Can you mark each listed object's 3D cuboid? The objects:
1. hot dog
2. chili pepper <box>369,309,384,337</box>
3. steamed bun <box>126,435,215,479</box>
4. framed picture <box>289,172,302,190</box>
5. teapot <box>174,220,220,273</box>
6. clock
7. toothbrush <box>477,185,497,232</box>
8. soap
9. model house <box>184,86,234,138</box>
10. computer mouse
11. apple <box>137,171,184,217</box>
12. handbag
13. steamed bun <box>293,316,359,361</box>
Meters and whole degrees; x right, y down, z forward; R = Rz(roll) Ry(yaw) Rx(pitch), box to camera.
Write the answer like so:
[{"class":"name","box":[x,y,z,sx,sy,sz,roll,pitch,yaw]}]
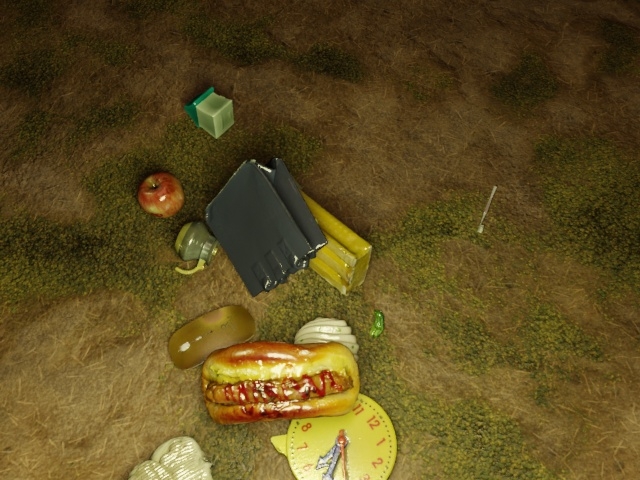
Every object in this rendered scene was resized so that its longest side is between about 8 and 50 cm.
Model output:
[{"class":"hot dog","box":[-0.114,0.344,1.460,0.405,0.223,0.185,-7,74,10]},{"class":"chili pepper","box":[0.162,0.237,1.699,0.034,0.030,0.091,-4,52,27]},{"class":"steamed bun","box":[-0.341,0.592,1.407,0.211,0.144,0.218,-30,32,-27]},{"class":"framed picture","box":[-0.171,-0.172,1.963,0.183,0.011,0.142,-30,63,-18]},{"class":"teapot","box":[-0.370,0.026,1.783,0.119,0.130,0.165,25,92,-3]},{"class":"clock","box":[0.049,0.511,1.499,0.293,0.071,0.277,-35,64,-21]},{"class":"toothbrush","box":[0.535,-0.100,1.923,0.017,0.014,0.194,19,59,12]},{"class":"soap","box":[0.000,0.000,1.751,0.315,0.199,0.091,39,58,23]},{"class":"model house","box":[-0.385,-0.449,2.067,0.149,0.127,0.100,32,62,14]},{"class":"computer mouse","box":[-0.300,0.266,1.661,0.245,0.056,0.126,-24,61,-13]},{"class":"apple","box":[-0.494,-0.141,1.871,0.146,0.131,0.146,-8,57,12]},{"class":"handbag","box":[-0.152,-0.032,1.680,0.122,0.303,0.329,-20,74,-47]},{"class":"steamed bun","box":[0.018,0.283,1.624,0.183,0.106,0.183,1,59,-2]}]
